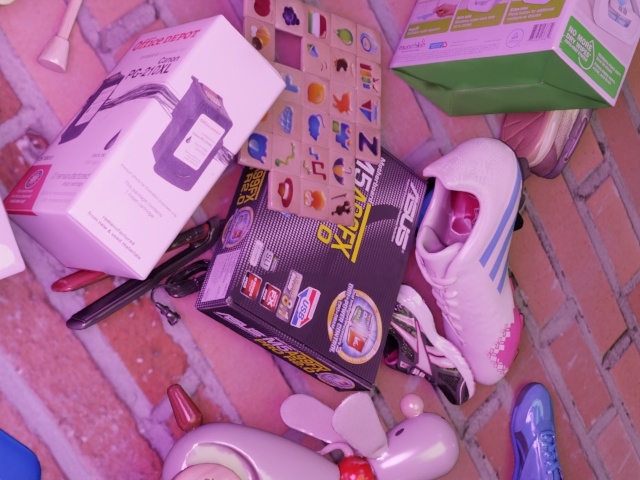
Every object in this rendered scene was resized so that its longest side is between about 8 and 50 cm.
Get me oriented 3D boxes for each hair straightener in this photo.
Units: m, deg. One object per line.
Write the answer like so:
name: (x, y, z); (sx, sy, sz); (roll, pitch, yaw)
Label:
hair straightener: (-0.162, 0.042, 1.108); (0.230, 0.047, 0.089); (-27, 108, -37)

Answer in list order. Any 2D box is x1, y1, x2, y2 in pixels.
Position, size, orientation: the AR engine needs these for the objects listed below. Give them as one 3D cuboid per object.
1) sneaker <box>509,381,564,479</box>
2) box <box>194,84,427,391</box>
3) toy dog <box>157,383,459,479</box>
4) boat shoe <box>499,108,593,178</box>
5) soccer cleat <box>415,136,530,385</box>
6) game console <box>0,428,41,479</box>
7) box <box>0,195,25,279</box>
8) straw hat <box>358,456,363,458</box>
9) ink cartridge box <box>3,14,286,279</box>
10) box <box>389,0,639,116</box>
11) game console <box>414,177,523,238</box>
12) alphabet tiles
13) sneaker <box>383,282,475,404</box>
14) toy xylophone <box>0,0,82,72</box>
sneaker: (0.299, 0.297, 1.434); (0.069, 0.082, 0.209); (7, 87, -35)
box: (0.000, 0.000, 1.175); (0.216, 0.060, 0.270); (35, 61, -32)
toy dog: (-0.034, 0.205, 1.111); (0.333, 0.220, 0.161); (-8, 83, -39)
boat shoe: (0.329, -0.215, 1.418); (0.092, 0.102, 0.285); (31, 78, -39)
soccer cleat: (0.164, 0.038, 1.272); (0.143, 0.116, 0.331); (-22, 122, -35)
game console: (-0.428, 0.247, 0.927); (0.250, 0.173, 0.293); (-41, 119, 7)
box: (-0.349, -0.044, 0.873); (0.119, 0.182, 0.181); (-25, 106, -31)
straw hat: (0.064, 0.334, 1.274); (0.144, 0.061, 0.145); (-2, 93, -37)
ink cartridge box: (-0.167, -0.089, 1.009); (0.100, 0.172, 0.237); (46, 67, -29)
box: (0.239, -0.278, 1.244); (0.126, 0.262, 0.231); (33, 73, -34)
game console: (0.178, -0.028, 1.334); (0.122, 0.107, 0.071); (53, 35, -27)
alphabet tiles: (-0.007, -0.139, 1.151); (0.198, 0.009, 0.237); (12, 74, -41)
sneaker: (0.115, 0.138, 1.307); (0.077, 0.072, 0.178); (-41, 107, -15)
toy xylophone: (-0.290, -0.292, 0.964); (0.236, 0.081, 0.323); (20, 81, -36)
